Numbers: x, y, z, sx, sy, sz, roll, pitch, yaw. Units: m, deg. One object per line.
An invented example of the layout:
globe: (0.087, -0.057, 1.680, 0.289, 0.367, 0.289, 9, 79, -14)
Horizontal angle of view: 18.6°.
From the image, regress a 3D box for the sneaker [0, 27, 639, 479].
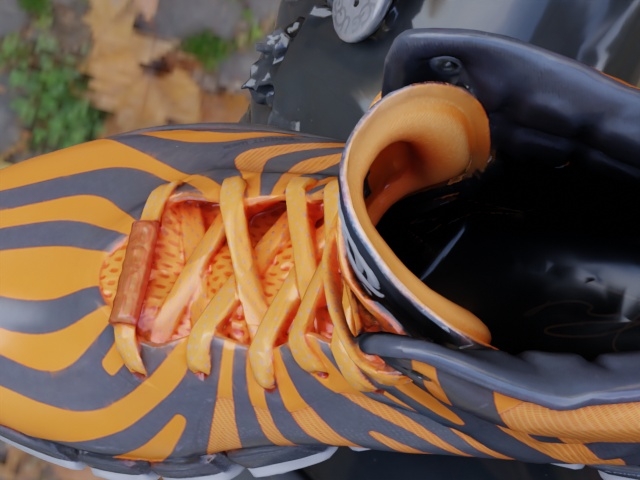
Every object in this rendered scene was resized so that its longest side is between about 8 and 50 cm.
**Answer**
sneaker: (0.000, 0.000, 0.544, 0.321, 0.124, 0.180, 0, 164, 16)

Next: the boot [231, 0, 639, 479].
boot: (0.110, -0.079, 0.712, 0.146, 0.367, 0.445, 22, 98, -46)
